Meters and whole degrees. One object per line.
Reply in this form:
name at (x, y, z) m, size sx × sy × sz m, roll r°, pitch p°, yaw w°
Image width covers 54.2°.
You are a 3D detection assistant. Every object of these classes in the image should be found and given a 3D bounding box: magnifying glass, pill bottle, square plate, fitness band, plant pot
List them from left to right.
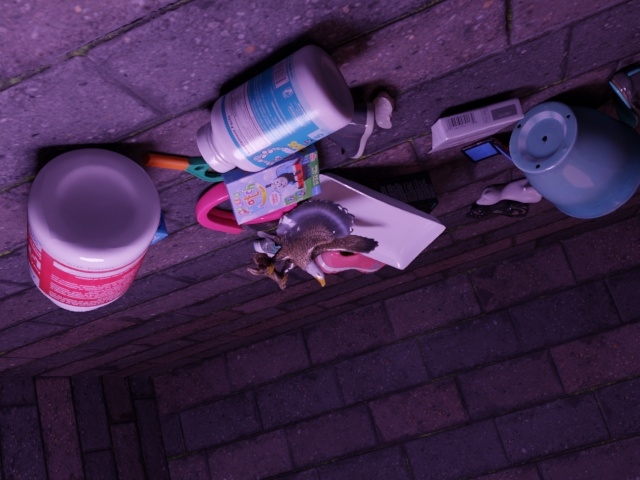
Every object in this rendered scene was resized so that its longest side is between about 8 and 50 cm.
pill bottle at (-0.472, 0.005, 1.272) m, size 0.228 × 0.229 × 0.407 m, roll -7°, pitch 161°, yaw -28°
magnifying glass at (-0.262, -0.158, 1.309) m, size 0.230 × 0.026 × 0.092 m, roll -1°, pitch 158°, yaw -47°
fitness band at (-0.183, -0.090, 1.559) m, size 0.209 × 0.054 × 0.290 m, roll -27°, pitch 162°, yaw 24°
pill bottle at (-0.085, -0.212, 1.079) m, size 0.264 × 0.146 × 0.146 m, roll -24°, pitch 162°, yaw 25°
square plate at (0.126, -0.053, 1.704) m, size 0.347 × 0.049 × 0.344 m, roll 23°, pitch 156°, yaw -3°
plant pot at (0.620, -0.217, 1.563) m, size 0.255 × 0.272 × 0.271 m, roll 16°, pitch 146°, yaw -38°

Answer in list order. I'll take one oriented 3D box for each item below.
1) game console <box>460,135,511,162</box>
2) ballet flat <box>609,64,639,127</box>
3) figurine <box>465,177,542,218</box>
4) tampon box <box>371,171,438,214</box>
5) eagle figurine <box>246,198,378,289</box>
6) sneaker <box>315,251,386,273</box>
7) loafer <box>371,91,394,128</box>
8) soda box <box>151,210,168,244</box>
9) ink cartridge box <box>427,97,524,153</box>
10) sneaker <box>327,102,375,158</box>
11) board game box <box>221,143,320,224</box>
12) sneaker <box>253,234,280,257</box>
game console at (0.465, -0.221, 1.686) m, size 0.085 × 0.124 × 0.144 m, roll -50°, pitch 154°, yaw 14°
ballet flat at (0.784, -0.353, 1.545) m, size 0.096 × 0.095 × 0.280 m, roll -36°, pitch 157°, yaw 19°
figurine at (0.611, -0.134, 2.105) m, size 0.209 × 0.093 × 0.215 m, roll -10°, pitch 162°, yaw -6°
tampon box at (0.228, -0.114, 1.765) m, size 0.160 × 0.102 × 0.120 m, roll -10°, pitch 162°, yaw -17°
eagle figurine at (-0.022, 0.014, 1.651) m, size 0.298 × 0.225 × 0.226 m, roll -38°, pitch -169°, yaw 10°
sneaker at (0.144, 0.047, 2.188) m, size 0.313 × 0.116 × 0.136 m, roll -7°, pitch 160°, yaw -29°
loafer at (0.131, -0.275, 1.284) m, size 0.045 × 0.039 × 0.125 m, roll 15°, pitch 165°, yaw 13°
soda box at (-0.470, -0.006, 1.521) m, size 0.210 × 0.067 × 0.071 m, roll -27°, pitch 161°, yaw 30°
ink cartridge box at (0.357, -0.273, 1.505) m, size 0.188 × 0.066 × 0.232 m, roll -16°, pitch -176°, yaw -1°
sneaker at (0.037, -0.233, 1.285) m, size 0.118 × 0.083 × 0.222 m, roll 5°, pitch 168°, yaw -4°
board game box at (-0.105, -0.128, 1.412) m, size 0.211 × 0.039 × 0.160 m, roll -21°, pitch 150°, yaw -9°
sneaker at (-0.129, 0.019, 1.938) m, size 0.076 × 0.065 × 0.166 m, roll -30°, pitch 161°, yaw 27°
